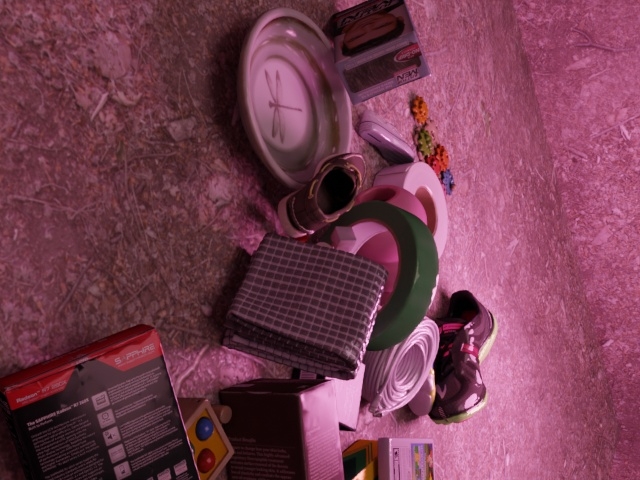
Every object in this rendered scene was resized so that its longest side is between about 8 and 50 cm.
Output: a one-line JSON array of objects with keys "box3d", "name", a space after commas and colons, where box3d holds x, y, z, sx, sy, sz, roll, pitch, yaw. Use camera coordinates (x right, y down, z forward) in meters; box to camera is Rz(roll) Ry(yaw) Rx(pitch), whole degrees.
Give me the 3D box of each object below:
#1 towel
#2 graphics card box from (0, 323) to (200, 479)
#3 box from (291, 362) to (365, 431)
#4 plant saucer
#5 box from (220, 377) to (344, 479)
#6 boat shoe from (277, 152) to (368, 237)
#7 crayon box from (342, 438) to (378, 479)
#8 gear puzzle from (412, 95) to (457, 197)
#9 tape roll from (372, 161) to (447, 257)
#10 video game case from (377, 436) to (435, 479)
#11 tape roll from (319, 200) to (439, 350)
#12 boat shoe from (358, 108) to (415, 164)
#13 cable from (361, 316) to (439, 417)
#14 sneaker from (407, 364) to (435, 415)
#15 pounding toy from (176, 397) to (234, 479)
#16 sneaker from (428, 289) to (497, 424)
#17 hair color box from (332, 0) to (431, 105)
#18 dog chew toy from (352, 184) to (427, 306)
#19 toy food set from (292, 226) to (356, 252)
[{"box3d": [-0.030, 0.120, 1.517, 0.121, 0.284, 0.235, 96, 12, -57], "name": "towel"}, {"box3d": [-0.311, 0.337, 1.161, 0.233, 0.094, 0.371, -22, 103, -32], "name": "graphics card box"}, {"box3d": [0.014, 0.327, 1.720, 0.158, 0.093, 0.156, 37, 55, -47], "name": "box"}, {"box3d": [-0.073, -0.293, 1.684, 0.400, 0.100, 0.400, 12, 76, -55], "name": "plant saucer"}, {"box3d": [-0.065, 0.463, 1.494, 0.143, 0.191, 0.381, -8, 93, -57], "name": "box"}, {"box3d": [0.031, -0.109, 1.625, 0.324, 0.097, 0.116, -42, 108, -52], "name": "boat shoe"}, {"box3d": [0.088, 0.681, 1.762, 0.313, 0.106, 0.363, -19, 101, -59], "name": "crayon box"}, {"box3d": [0.348, -0.282, 2.368, 0.175, 0.044, 0.339, -43, 120, -51], "name": "gear puzzle"}, {"box3d": [0.245, -0.072, 2.130, 0.286, 0.100, 0.286, 12, 75, -55], "name": "tape roll"}, {"box3d": [0.209, 0.635, 1.838, 0.300, 0.036, 0.329, 26, 60, -59], "name": "video game case"}, {"box3d": [0.109, 0.075, 1.690, 0.077, 0.321, 0.321, 21, 67, -39], "name": "tape roll"}, {"box3d": [0.187, -0.279, 2.087, 0.226, 0.083, 0.076, 32, 58, -49], "name": "boat shoe"}, {"box3d": [0.193, 0.297, 1.926, 0.257, 0.089, 0.257, 4, 105, -53], "name": "cable"}, {"box3d": [0.284, 0.352, 2.128, 0.126, 0.091, 0.240, -1, 85, -57], "name": "sneaker"}, {"box3d": [-0.204, 0.363, 1.384, 0.206, 0.094, 0.181, -49, 125, -47], "name": "pounding toy"}, {"box3d": [0.380, 0.328, 2.228, 0.202, 0.185, 0.483, 56, 33, -24], "name": "sneaker"}, {"box3d": [0.134, -0.464, 1.825, 0.374, 0.185, 0.113, -91, 157, -58], "name": "hair color box"}, {"box3d": [0.175, 0.033, 1.928, 0.206, 0.206, 0.332, -50, 133, -48], "name": "dog chew toy"}, {"box3d": [0.000, 0.000, 1.698, 0.111, 0.104, 0.232, -1, 51, -24], "name": "toy food set"}]
